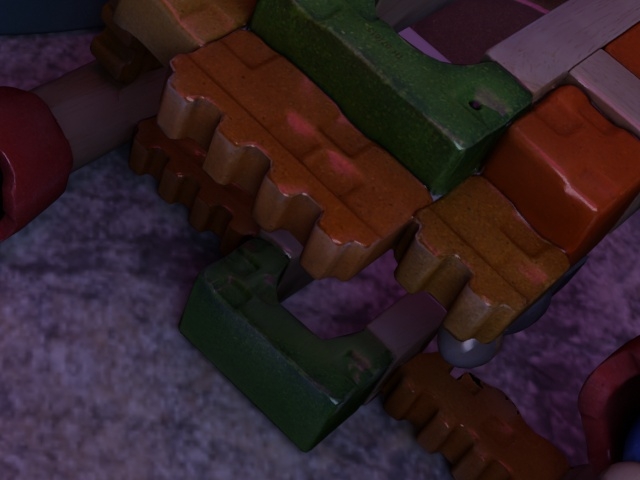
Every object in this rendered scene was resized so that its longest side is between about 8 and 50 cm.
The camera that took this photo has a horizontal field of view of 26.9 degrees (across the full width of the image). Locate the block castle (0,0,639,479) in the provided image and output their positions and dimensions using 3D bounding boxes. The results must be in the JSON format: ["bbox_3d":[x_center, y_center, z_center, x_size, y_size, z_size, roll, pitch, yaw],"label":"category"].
[{"bbox_3d":[0.000,0.000,0.641,0.453,0.303,0.213,43,47,14],"label":"block castle"}]

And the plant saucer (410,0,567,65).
[{"bbox_3d":[0.137,-0.130,0.948,0.198,0.036,0.199,10,52,-13],"label":"plant saucer"}]

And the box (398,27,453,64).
[{"bbox_3d":[0.010,-0.084,0.848,0.137,0.072,0.126,43,54,13],"label":"box"}]

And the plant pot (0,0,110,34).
[{"bbox_3d":[-0.194,-0.230,0.834,0.234,0.165,0.166,7,53,-24],"label":"plant pot"}]
